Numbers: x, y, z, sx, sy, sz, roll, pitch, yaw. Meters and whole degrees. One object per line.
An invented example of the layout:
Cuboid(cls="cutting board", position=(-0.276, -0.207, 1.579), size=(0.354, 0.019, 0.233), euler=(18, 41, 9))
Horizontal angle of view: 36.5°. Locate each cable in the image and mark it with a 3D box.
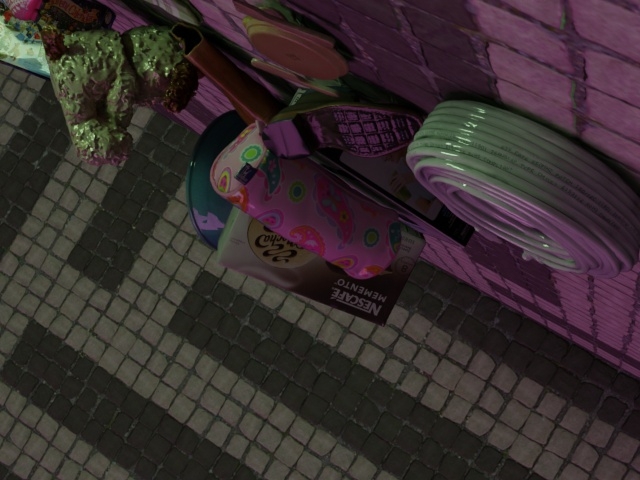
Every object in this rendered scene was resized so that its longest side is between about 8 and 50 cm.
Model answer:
Cuboid(cls="cable", position=(0.212, -0.050, 0.990), size=(0.257, 0.089, 0.257), euler=(32, 177, -33))

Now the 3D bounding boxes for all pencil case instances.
Cuboid(cls="pencil case", position=(-0.014, -0.053, 1.338), size=(0.284, 0.124, 0.124), euler=(33, 177, -32))

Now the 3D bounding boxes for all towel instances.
Cuboid(cls="towel", position=(-0.238, -0.338, 1.298), size=(0.152, 0.023, 0.113), euler=(30, 179, 21))

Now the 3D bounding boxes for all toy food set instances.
Cuboid(cls="toy food set", position=(-0.026, -0.220, 1.067), size=(0.133, 0.038, 0.192), euler=(22, 173, 5))

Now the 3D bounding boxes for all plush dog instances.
Cuboid(cls="plush dog", position=(-0.310, -0.275, 1.539), size=(0.210, 0.226, 0.262), euler=(87, 160, -45))

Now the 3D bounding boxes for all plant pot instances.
Cuboid(cls="plant pot", position=(-0.059, -0.092, 1.760), size=(0.255, 0.271, 0.272), euler=(12, 167, 37))

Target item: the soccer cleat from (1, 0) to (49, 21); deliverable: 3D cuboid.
Cuboid(cls="soccer cleat", position=(-0.496, -0.426, 1.554), size=(0.143, 0.116, 0.331), euler=(31, 178, -22))

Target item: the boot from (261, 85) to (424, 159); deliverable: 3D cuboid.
Cuboid(cls="boot", position=(0.039, -0.161, 1.199), size=(0.219, 0.106, 0.082), euler=(0, 131, 30))

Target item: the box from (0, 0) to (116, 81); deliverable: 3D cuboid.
Cuboid(cls="box", position=(-0.512, -0.383, 1.778), size=(0.233, 0.159, 0.044), euler=(21, 176, 11))

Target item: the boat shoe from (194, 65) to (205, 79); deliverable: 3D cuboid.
Cuboid(cls="boat shoe", position=(-0.249, -0.305, 1.726), size=(0.060, 0.064, 0.178), euler=(33, 175, -23))

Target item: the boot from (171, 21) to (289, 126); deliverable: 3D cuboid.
Cuboid(cls="boot", position=(-0.132, -0.230, 1.525), size=(0.280, 0.096, 0.264), euler=(39, -169, -26))

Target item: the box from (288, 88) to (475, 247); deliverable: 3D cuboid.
Cuboid(cls="box", position=(0.087, -0.106, 1.415), size=(0.290, 0.087, 0.169), euler=(32, 178, -27))

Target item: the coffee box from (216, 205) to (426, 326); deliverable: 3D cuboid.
Cuboid(cls="coffee box", position=(0.000, 0.000, 1.578), size=(0.297, 0.168, 0.119), euler=(22, -163, -11))
